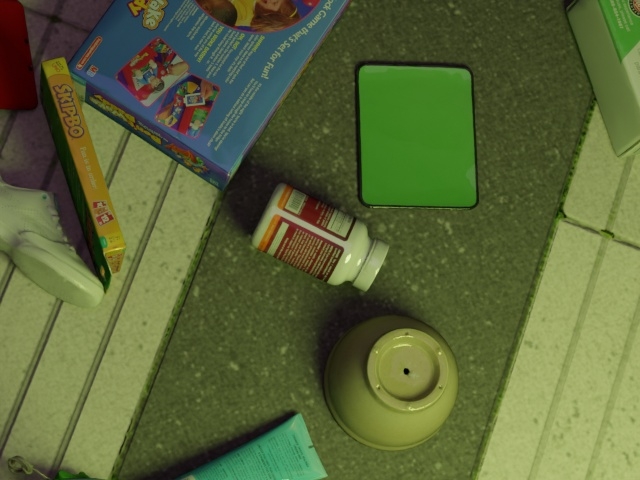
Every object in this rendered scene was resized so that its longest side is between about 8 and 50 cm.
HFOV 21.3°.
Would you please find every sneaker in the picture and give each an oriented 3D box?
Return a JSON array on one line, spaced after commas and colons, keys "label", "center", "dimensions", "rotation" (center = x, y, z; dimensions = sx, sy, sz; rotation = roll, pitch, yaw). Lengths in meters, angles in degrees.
[{"label": "sneaker", "center": [-0.325, -0.011, 1.980], "dimensions": [0.212, 0.080, 0.094], "rotation": [37, 62, 2]}]

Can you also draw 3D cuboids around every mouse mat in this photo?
[{"label": "mouse mat", "center": [0.120, -0.130, 2.116], "dimensions": [0.152, 0.007, 0.190], "rotation": [1, 75, -9]}]

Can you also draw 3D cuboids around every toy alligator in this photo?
[{"label": "toy alligator", "center": [-0.263, 0.287, 1.927], "dimensions": [0.189, 0.056, 0.051], "rotation": [33, 31, 1]}]

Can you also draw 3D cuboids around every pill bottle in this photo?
[{"label": "pill bottle", "center": [0.000, 0.000, 2.022], "dimensions": [0.152, 0.086, 0.086], "rotation": [27, 73, -2]}]

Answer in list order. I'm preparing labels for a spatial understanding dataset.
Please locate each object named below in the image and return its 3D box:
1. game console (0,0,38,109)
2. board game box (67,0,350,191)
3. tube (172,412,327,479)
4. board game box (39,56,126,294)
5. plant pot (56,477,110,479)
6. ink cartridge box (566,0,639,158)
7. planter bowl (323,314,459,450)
[{"label": "game console", "center": [-0.421, -0.215, 2.042], "dimensions": [0.124, 0.085, 0.144], "rotation": [-15, 77, 19]}, {"label": "board game box", "center": [-0.119, -0.267, 2.072], "dimensions": [0.233, 0.078, 0.347], "rotation": [34, 73, 0]}, {"label": "tube", "center": [-0.098, 0.274, 1.960], "dimensions": [0.207, 0.052, 0.080], "rotation": [-21, 85, -19]}, {"label": "board game box", "center": [-0.274, -0.072, 1.973], "dimensions": [0.039, 0.124, 0.259], "rotation": [-14, 79, -13]}, {"label": "plant pot", "center": [-0.232, 0.422, 1.779], "dimensions": [0.293, 0.235, 0.293], "rotation": [-3, 65, 7]}, {"label": "ink cartridge box", "center": [0.487, -0.249, 2.147], "dimensions": [0.289, 0.121, 0.211], "rotation": [-16, 80, -14]}, {"label": "planter bowl", "center": [0.092, 0.158, 1.986], "dimensions": [0.162, 0.109, 0.162], "rotation": [2, 75, -9]}]
